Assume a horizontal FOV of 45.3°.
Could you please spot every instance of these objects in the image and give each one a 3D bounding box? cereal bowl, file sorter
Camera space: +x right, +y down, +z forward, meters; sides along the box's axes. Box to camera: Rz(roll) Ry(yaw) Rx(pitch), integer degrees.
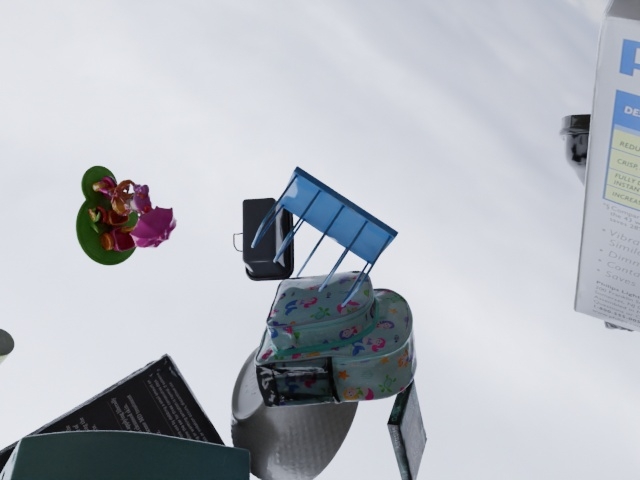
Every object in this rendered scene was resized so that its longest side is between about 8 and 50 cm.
[{"bbox_3d":[-0.074,0.299,1.488,0.141,0.339,0.339,27,-149,-25],"label":"cereal bowl"},{"bbox_3d":[0.000,0.000,1.097,0.170,0.118,0.104,34,-115,1],"label":"file sorter"}]

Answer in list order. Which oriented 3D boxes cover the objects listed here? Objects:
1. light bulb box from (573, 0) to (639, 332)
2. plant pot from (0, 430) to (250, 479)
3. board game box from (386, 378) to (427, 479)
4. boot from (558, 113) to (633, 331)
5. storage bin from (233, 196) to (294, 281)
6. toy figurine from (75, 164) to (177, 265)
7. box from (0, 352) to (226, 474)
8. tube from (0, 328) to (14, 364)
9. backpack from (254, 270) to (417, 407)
[{"bbox_3d":[0.391,-0.063,0.531,0.358,0.361,0.225,18,-116,25],"label":"light bulb box"},{"bbox_3d":[-0.213,0.294,0.780,0.234,0.165,0.165,22,-143,-22],"label":"plant pot"},{"bbox_3d":[0.172,0.376,1.501,0.126,0.026,0.186,-62,-35,-49],"label":"board game box"},{"bbox_3d":[0.429,-0.012,1.063,0.348,0.131,0.260,22,-104,-44],"label":"boot"},{"bbox_3d":[-0.099,-0.008,1.257,0.091,0.098,0.135,61,-153,-74],"label":"storage bin"},{"bbox_3d":[-0.306,-0.046,1.257,0.130,0.159,0.173,-19,-78,-49],"label":"toy figurine"},{"bbox_3d":[-0.378,0.562,1.484,0.472,0.479,0.297,-29,-136,-15],"label":"box"},{"bbox_3d":[-0.679,0.258,1.492,0.062,0.240,0.070,-5,-120,-57],"label":"tube"},{"bbox_3d":[0.031,0.161,1.258,0.254,0.191,0.225,-1,-156,8],"label":"backpack"}]
